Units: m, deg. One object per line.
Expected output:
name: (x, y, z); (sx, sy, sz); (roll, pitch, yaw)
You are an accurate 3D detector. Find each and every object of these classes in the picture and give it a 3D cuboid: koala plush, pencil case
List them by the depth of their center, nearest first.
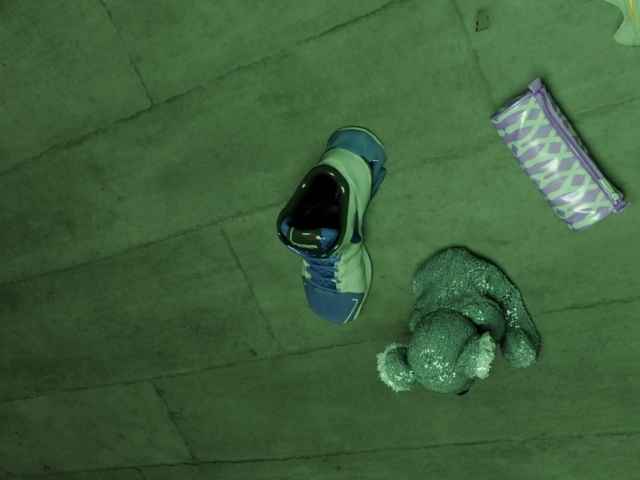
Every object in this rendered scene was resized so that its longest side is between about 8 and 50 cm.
pencil case: (0.308, -0.106, 0.996); (0.206, 0.086, 0.088); (50, 161, -5)
koala plush: (0.187, 0.139, 1.108); (0.196, 0.221, 0.203); (-10, 110, 32)

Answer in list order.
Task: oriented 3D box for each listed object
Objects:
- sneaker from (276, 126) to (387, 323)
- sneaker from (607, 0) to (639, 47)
sneaker: (0.000, -0.001, 1.158); (0.128, 0.182, 0.315); (19, 122, 20)
sneaker: (0.329, -0.334, 0.863); (0.121, 0.099, 0.262); (-24, 102, 39)
